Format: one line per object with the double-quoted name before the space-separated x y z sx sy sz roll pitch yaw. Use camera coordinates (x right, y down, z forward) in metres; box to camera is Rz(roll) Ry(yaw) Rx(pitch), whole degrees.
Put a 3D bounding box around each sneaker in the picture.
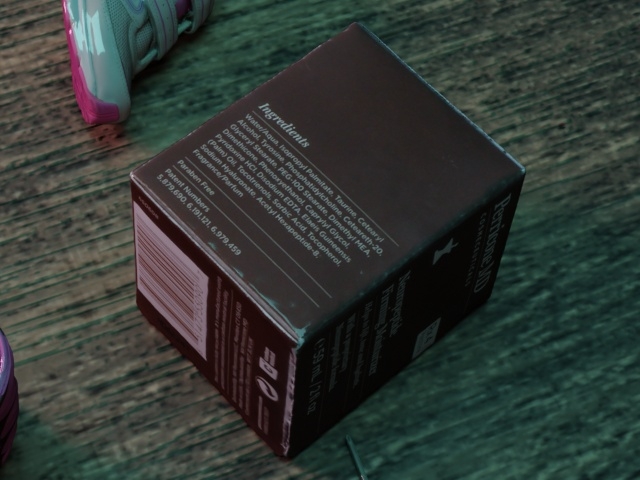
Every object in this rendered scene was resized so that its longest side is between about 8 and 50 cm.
"sneaker" -0.133 -0.196 1.271 0.111 0.103 0.252 5 58 0

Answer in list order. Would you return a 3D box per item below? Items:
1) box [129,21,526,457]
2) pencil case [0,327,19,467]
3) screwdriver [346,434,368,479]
"box" 0.000 0.000 1.118 0.203 0.168 0.167 -36 66 -23
"pencil case" -0.236 0.096 1.014 0.098 0.209 0.095 43 67 4
"screwdriver" 0.048 0.199 1.088 0.025 0.024 0.170 11 44 -34
